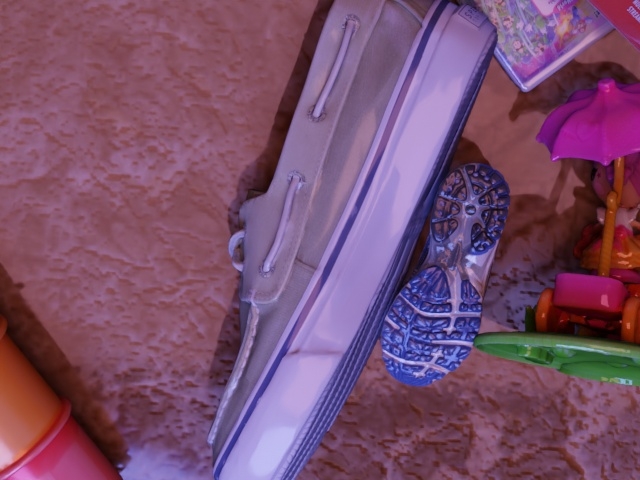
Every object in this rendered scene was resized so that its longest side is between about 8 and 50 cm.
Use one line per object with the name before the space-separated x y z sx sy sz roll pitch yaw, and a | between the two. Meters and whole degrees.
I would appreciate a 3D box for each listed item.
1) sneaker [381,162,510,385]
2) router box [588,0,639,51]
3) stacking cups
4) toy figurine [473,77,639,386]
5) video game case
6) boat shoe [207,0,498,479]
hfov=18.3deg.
sneaker | 0.076 0.019 1.122 0.052 0.058 0.135 24 104 6
router box | 0.177 -0.279 0.932 0.301 0.082 0.335 -39 131 18
stacking cups | -0.225 0.041 1.098 0.096 0.096 0.316 -36 111 4
toy figurine | 0.165 -0.007 1.097 0.130 0.173 0.159 6 81 21
video game case | 0.135 -0.185 1.105 0.157 0.019 0.143 -36 101 4
boat shoe | 0.000 0.000 1.105 0.094 0.109 0.302 25 92 10
